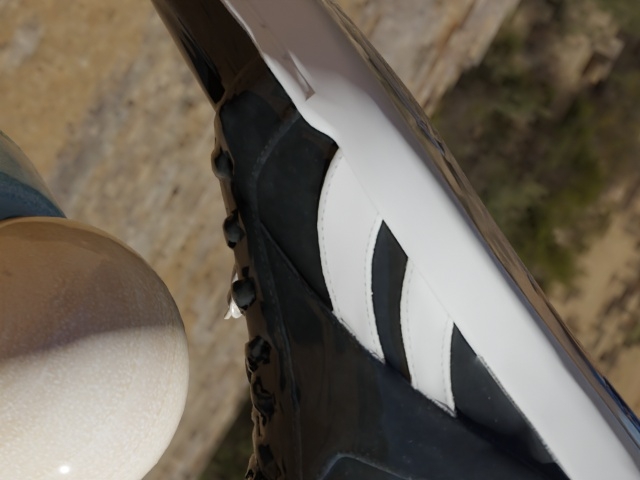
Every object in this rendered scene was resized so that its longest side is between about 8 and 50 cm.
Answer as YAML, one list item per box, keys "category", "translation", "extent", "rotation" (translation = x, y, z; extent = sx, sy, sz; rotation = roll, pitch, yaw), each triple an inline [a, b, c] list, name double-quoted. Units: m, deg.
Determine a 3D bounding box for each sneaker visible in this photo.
- category: "sneaker"
  translation: [-0.007, 0.033, 0.445]
  extent: [0.121, 0.217, 0.079]
  rotation: [-35, -179, 8]

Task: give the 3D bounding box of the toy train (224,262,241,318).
- category: "toy train"
  translation: [0.000, 0.000, 1.495]
  extent: [0.248, 0.143, 0.105]
  rotation: [102, -18, -64]

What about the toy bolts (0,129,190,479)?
- category: "toy bolts"
  translation: [-0.077, 0.081, 0.436]
  extent: [0.218, 0.158, 0.229]
  rotation: [-6, 107, -42]
